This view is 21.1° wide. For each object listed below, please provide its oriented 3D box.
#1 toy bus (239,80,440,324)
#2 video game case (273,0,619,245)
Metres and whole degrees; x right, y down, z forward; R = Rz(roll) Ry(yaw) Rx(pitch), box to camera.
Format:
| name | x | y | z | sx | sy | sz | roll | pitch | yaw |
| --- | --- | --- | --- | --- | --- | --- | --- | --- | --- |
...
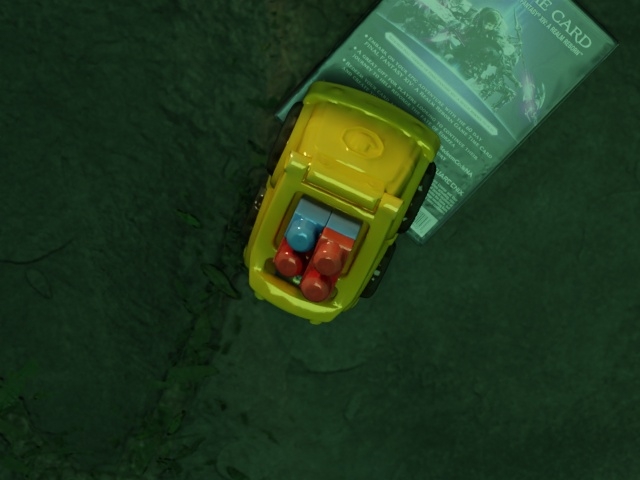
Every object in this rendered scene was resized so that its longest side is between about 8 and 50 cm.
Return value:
| name | x | y | z | sx | sy | sz | roll | pitch | yaw |
| --- | --- | --- | --- | --- | --- | --- | --- | --- | --- |
| toy bus | 0.000 | 0.000 | 1.568 | 0.149 | 0.211 | 0.220 | 24 | 125 | -2 |
| video game case | 0.118 | -0.154 | 1.632 | 0.196 | 0.026 | 0.274 | 41 | 103 | -11 |
